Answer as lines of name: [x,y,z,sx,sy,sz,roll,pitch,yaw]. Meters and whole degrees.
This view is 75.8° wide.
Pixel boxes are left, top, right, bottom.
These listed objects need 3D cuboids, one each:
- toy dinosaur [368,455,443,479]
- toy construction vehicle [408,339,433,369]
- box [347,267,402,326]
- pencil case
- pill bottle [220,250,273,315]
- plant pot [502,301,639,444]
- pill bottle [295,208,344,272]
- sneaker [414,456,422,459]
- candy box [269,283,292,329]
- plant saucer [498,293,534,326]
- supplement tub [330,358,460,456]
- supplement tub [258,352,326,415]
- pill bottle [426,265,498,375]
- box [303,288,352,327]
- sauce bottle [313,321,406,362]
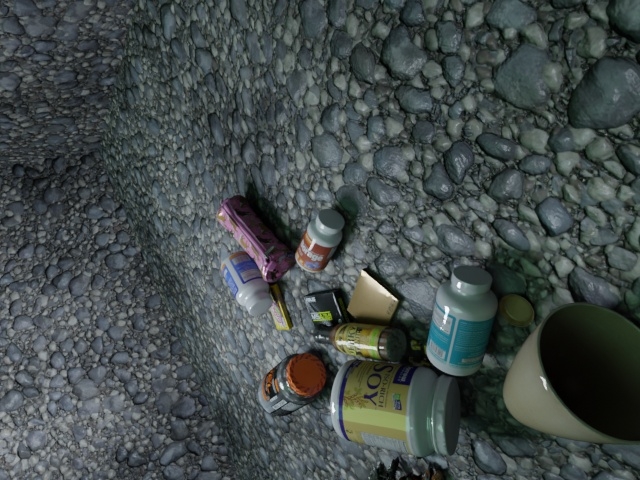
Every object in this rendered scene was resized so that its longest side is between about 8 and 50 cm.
toy dinosaur: [0.273,0.874,1.395,0.218,0.322,0.164,42,170,38]
toy construction vehicle: [0.311,0.351,1.252,0.098,0.035,0.086,15,118,45]
box: [0.173,0.211,1.359,0.164,0.021,0.201,40,134,30]
pencil case: [-0.266,-0.013,1.659,0.386,0.160,0.167,47,138,25]
pill bottle: [-0.315,0.188,1.789,0.272,0.152,0.152,53,140,32]
plant pot: [0.509,0.304,0.861,0.256,0.256,0.274,48,155,23]
pill bottle: [0.000,0.000,1.381,0.121,0.121,0.216,49,138,22]
sneaker: [0.345,0.663,1.338,0.074,0.063,0.171,35,126,43]
candy box: [-0.192,0.295,1.823,0.105,0.027,0.206,-15,95,55]
plant saucer: [0.473,0.166,0.990,0.083,0.015,0.084,24,125,40]
supplement tub: [0.222,0.487,1.209,0.331,0.241,0.241,-3,106,30]
supplement tub: [-0.120,0.609,1.744,0.207,0.207,0.338,56,139,15]
pill bottle: [0.357,0.198,1.037,0.146,0.146,0.264,28,127,39]
box: [0.033,0.279,1.538,0.190,0.045,0.184,-16,97,51]
sauce bottle: [0.116,0.330,1.368,0.344,0.111,0.112,-7,102,45]
